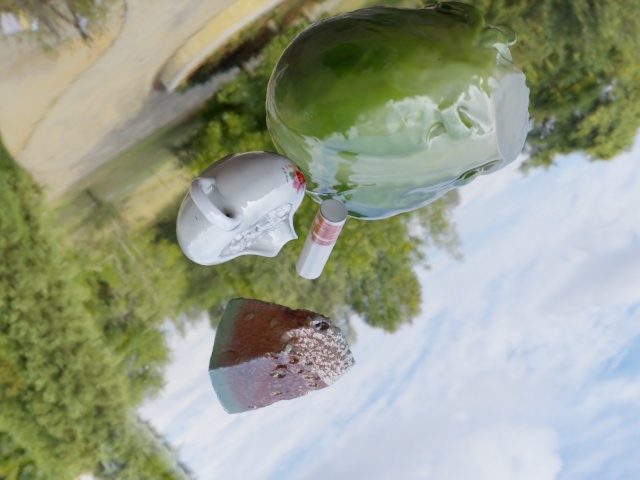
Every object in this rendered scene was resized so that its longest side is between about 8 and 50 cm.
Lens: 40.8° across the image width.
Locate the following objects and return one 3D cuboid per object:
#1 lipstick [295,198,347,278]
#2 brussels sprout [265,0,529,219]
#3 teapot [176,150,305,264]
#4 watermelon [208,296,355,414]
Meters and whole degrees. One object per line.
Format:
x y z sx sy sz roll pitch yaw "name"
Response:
0.000 0.000 1.144 0.038 0.038 0.131 -39 163 -37 "lipstick"
0.089 -0.180 1.183 0.371 0.276 0.314 14 -144 44 "brussels sprout"
-0.085 -0.034 0.865 0.145 0.092 0.226 -41 170 10 "teapot"
-0.070 0.209 1.568 0.256 0.193 0.140 -3 -149 20 "watermelon"
